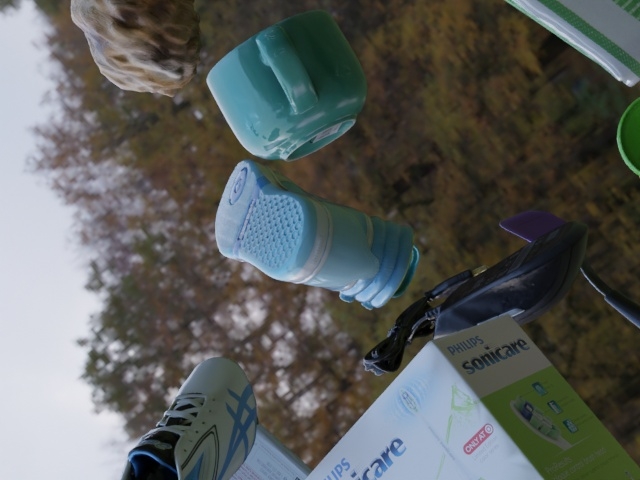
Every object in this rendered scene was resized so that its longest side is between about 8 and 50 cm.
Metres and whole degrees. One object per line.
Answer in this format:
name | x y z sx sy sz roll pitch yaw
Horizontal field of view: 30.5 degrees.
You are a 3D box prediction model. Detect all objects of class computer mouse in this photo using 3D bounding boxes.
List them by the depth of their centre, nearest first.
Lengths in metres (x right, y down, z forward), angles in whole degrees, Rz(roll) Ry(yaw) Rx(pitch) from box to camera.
computer mouse | 0.174 0.058 1.190 0.060 0.262 0.184 55 -156 -3

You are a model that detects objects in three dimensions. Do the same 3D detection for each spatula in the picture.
spatula | 0.359 0.048 1.515 0.084 0.030 0.296 -22 -126 -36

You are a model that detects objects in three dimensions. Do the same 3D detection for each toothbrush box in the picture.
toothbrush box | 0.149 0.236 0.935 0.122 0.206 0.283 -11 -123 -49

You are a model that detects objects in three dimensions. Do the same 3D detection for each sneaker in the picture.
sneaker | -0.114 0.174 0.977 0.237 0.085 0.086 -69 -33 -50
sneaker | 0.000 0.000 1.449 0.208 0.127 0.319 18 -170 -25

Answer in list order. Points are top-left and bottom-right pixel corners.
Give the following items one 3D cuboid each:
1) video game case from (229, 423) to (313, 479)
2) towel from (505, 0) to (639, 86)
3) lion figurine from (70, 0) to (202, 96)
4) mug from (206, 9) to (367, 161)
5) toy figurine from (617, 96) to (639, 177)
video game case | -0.086 0.295 1.220 0.212 0.193 0.023 35 -173 35
towel | 0.258 -0.315 0.935 0.248 0.325 0.038 32 -172 -13
lion figurine | -0.215 -0.371 1.316 0.240 0.392 0.142 11 -178 -32
mug | -0.029 -0.128 1.040 0.097 0.129 0.157 61 -149 5
toy figurine | 0.291 -0.019 0.883 0.173 0.130 0.159 46 177 18
